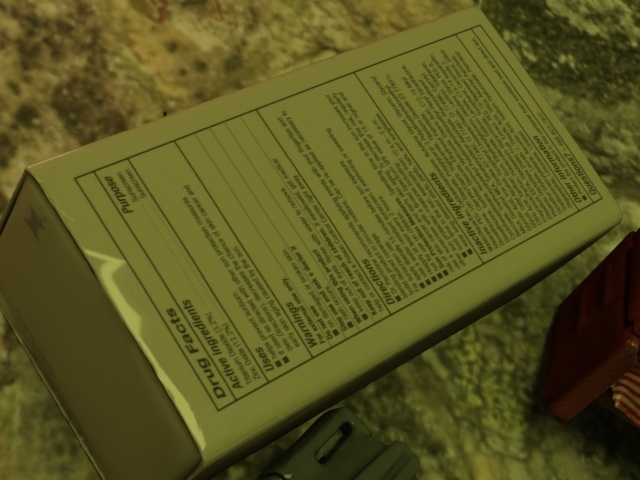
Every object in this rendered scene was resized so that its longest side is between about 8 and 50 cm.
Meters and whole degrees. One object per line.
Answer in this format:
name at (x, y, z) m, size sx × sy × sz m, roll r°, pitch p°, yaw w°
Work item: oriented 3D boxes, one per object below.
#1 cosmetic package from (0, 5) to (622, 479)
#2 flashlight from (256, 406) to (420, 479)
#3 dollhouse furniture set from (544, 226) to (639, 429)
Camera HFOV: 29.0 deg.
cosmetic package at (0.000, 0.000, 0.662) m, size 0.309 × 0.113 × 0.160 m, roll -25°, pitch 77°, yaw -35°
flashlight at (-0.048, 0.208, 0.534) m, size 0.103 × 0.103 × 0.304 m, roll 29°, pitch 44°, yaw 22°
dollhouse furniture set at (0.232, 0.146, 0.617) m, size 0.201 × 0.152 × 0.374 m, roll 32°, pitch 35°, yaw -9°
